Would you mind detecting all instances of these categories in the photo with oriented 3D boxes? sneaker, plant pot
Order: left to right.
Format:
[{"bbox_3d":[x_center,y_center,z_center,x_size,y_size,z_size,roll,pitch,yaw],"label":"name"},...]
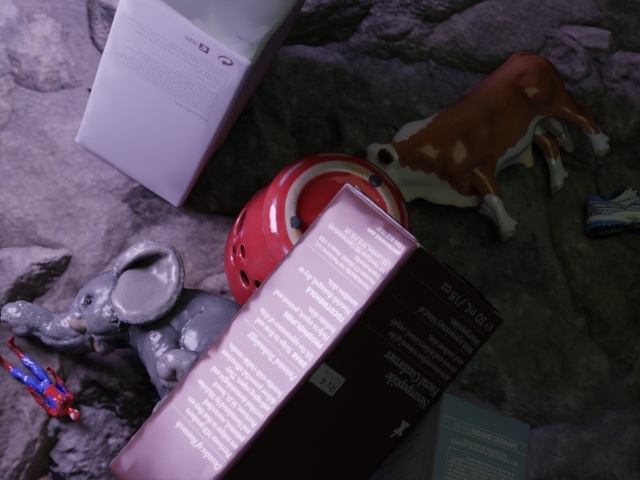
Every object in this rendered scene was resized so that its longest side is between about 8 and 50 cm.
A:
[{"bbox_3d":[0.000,0.000,1.906,0.191,0.174,0.191,5,67,-13],"label":"plant pot"},{"bbox_3d":[0.387,-0.041,2.098,0.135,0.052,0.058,-5,67,-18],"label":"sneaker"}]

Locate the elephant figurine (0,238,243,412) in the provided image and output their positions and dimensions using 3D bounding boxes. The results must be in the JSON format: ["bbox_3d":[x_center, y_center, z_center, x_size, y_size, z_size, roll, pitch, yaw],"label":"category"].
[{"bbox_3d":[-0.188,0.083,1.840,0.239,0.169,0.186,44,35,20],"label":"elephant figurine"}]

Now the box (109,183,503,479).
[{"bbox_3d":[-0.012,0.153,1.739,0.381,0.191,0.143,-49,47,2],"label":"box"}]

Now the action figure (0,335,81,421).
[{"bbox_3d":[-0.302,0.154,1.841,0.115,0.030,0.038,43,60,1],"label":"action figure"}]

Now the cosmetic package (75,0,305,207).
[{"bbox_3d":[-0.127,-0.219,1.834,0.156,0.385,0.217,32,63,-4],"label":"cosmetic package"}]

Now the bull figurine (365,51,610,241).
[{"bbox_3d":[0.197,-0.104,2.041,0.310,0.101,0.188,-39,88,-22],"label":"bull figurine"}]

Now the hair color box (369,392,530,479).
[{"bbox_3d":[0.107,0.368,1.757,0.113,0.185,0.375,22,57,-16],"label":"hair color box"}]
